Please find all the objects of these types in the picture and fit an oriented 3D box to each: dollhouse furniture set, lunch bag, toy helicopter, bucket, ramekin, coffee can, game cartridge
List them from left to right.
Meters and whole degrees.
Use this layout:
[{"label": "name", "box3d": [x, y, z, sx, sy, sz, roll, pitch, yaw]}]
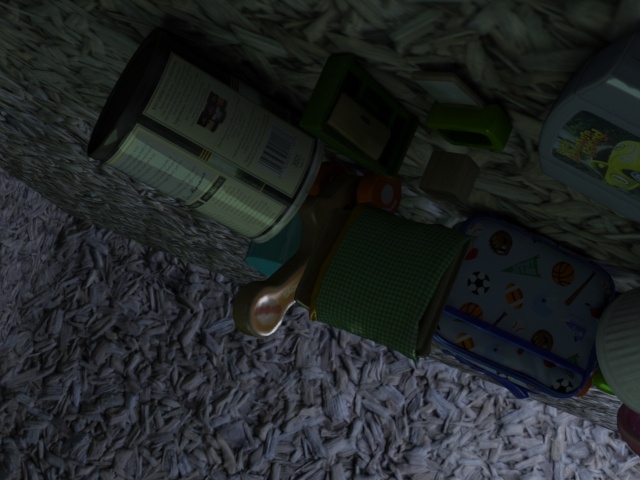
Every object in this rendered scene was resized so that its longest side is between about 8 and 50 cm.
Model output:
[{"label": "coffee can", "box3d": [-0.162, -0.143, 1.150, 0.275, 0.202, 0.201, 29, 167, -25]}, {"label": "toy helicopter", "box3d": [-0.001, 0.044, 1.269, 0.140, 0.355, 0.235, 12, 131, 41]}, {"label": "bucket", "box3d": [0.000, 0.000, 1.515, 0.281, 0.183, 0.281, 22, 168, 5]}, {"label": "dollhouse furniture set", "box3d": [0.063, -0.042, 0.921, 0.197, 0.302, 0.151, 15, 168, 45]}, {"label": "lunch bag", "box3d": [0.312, 0.114, 1.277, 0.303, 0.243, 0.115, 25, 168, -6]}, {"label": "game cartridge", "box3d": [0.316, -0.089, 0.782, 0.196, 0.060, 0.294, 34, 173, 11]}, {"label": "ramekin", "box3d": [0.527, 0.158, 1.183, 0.207, 0.207, 0.109, 24, 159, -5]}]

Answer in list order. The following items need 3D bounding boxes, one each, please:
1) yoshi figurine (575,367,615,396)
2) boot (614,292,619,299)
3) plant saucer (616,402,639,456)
[{"label": "yoshi figurine", "box3d": [0.650, 0.273, 1.478, 0.362, 0.203, 0.203, 18, 160, 11]}, {"label": "boot", "box3d": [0.556, 0.127, 1.373, 0.114, 0.037, 0.106, 21, -179, 28]}, {"label": "plant saucer", "box3d": [0.764, 0.392, 1.590, 0.332, 0.084, 0.332, -5, -167, 1]}]
